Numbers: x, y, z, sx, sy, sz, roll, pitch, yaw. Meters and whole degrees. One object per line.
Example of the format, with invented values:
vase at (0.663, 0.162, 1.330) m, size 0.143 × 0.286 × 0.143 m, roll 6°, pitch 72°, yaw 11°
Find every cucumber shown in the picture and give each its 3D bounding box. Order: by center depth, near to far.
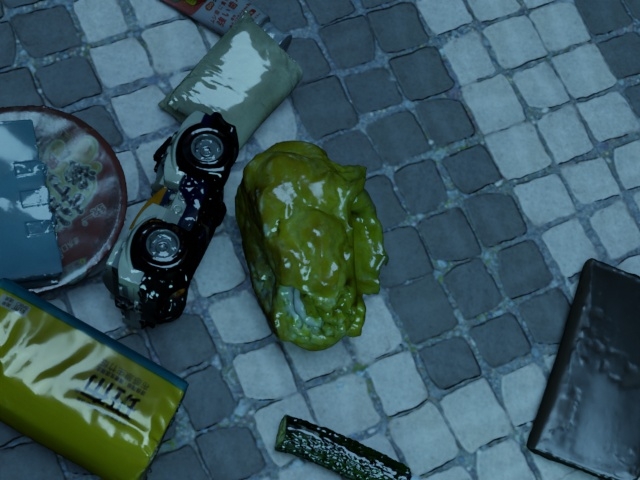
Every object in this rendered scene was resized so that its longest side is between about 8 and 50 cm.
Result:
cucumber at (0.029, 0.286, 1.744) m, size 0.187 × 0.058 × 0.058 m, roll 24°, pitch 67°, yaw 0°

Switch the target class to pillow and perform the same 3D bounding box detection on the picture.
pillow at (-0.122, -0.220, 1.878) m, size 0.134 × 0.078 × 0.181 m, roll 40°, pitch 83°, yaw -2°

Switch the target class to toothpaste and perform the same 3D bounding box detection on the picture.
toothpaste at (-0.151, -0.344, 1.949) m, size 0.234 × 0.057 × 0.089 m, roll 34°, pitch 78°, yaw 10°

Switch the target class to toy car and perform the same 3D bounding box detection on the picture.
toy car at (-0.190, -0.030, 1.749) m, size 0.118 × 0.193 × 0.301 m, roll 17°, pitch 65°, yaw 2°

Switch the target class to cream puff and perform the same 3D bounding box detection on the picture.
cream puff at (0.001, 0.002, 1.736) m, size 0.185 × 0.282 × 0.281 m, roll -15°, pitch 73°, yaw -17°

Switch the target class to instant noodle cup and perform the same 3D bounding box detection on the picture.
instant noodle cup at (-0.395, -0.041, 1.759) m, size 0.274 × 0.091 × 0.274 m, roll 4°, pitch 68°, yaw -10°

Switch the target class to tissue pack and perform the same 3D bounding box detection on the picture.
tissue pack at (-0.310, 0.187, 1.637) m, size 0.271 × 0.192 × 0.134 m, roll 29°, pitch 66°, yaw 1°

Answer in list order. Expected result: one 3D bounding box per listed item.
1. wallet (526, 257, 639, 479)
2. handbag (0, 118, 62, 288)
wallet at (0.407, 0.185, 1.864) m, size 0.165 × 0.042 × 0.309 m, roll 22°, pitch 66°, yaw -1°
handbag at (-0.413, -0.043, 1.681) m, size 0.144 × 0.057 × 0.221 m, roll -8°, pitch 71°, yaw -17°
